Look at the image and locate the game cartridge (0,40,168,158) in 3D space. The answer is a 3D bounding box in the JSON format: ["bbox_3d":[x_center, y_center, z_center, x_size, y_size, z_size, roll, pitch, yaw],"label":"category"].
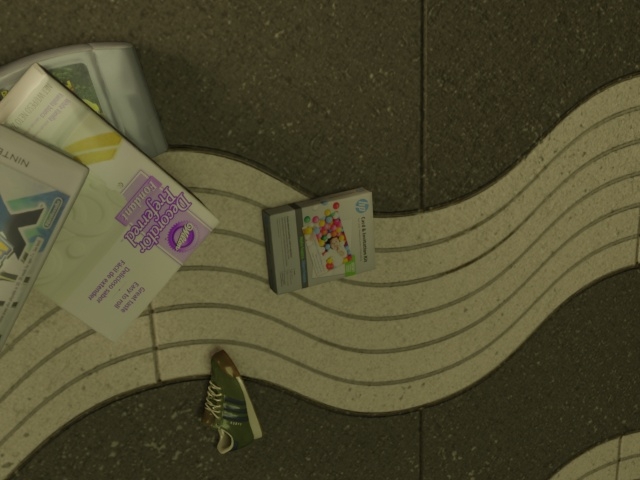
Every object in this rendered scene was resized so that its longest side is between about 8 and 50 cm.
[{"bbox_3d":[-0.379,-0.165,1.424,0.294,0.060,0.196,-25,114,-16],"label":"game cartridge"}]

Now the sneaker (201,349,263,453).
[{"bbox_3d":[-0.163,0.280,1.692,0.086,0.064,0.192,-30,123,-19],"label":"sneaker"}]

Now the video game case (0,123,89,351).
[{"bbox_3d":[-0.487,-0.008,1.239,0.300,0.036,0.329,28,86,-31],"label":"video game case"}]

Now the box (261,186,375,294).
[{"bbox_3d":[0.000,0.000,1.683,0.186,0.038,0.145,-14,115,-22],"label":"box"}]

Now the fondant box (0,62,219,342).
[{"bbox_3d":[-0.340,-0.047,1.402,0.238,0.096,0.330,-50,123,-2],"label":"fondant box"}]
